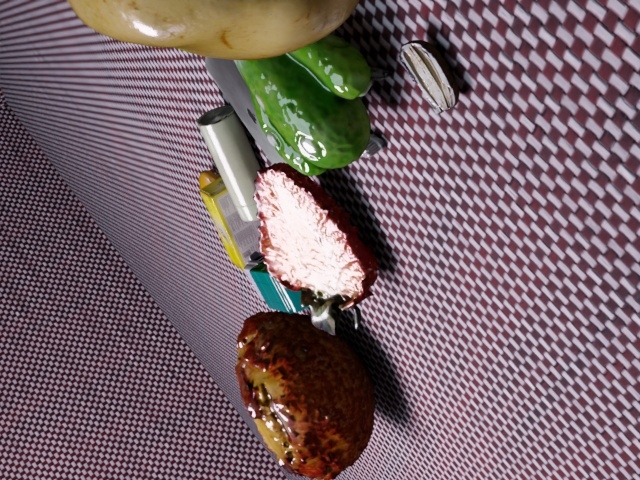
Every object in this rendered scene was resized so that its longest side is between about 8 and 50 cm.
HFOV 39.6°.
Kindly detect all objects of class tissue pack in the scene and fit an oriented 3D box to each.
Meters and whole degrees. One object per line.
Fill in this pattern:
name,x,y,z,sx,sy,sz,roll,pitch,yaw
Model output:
tissue pack,-0.147,-0.040,1.676,0.062,0.095,0.176,31,149,53

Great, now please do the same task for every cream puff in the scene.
cream puff,-0.019,0.278,1.669,0.350,0.229,0.350,62,-176,-8

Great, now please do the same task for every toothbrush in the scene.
toothbrush,-0.006,-0.158,1.250,0.307,0.030,0.025,29,151,54

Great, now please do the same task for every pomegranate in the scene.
pomegranate,-0.096,-0.318,0.787,0.332,0.333,0.332,47,159,25

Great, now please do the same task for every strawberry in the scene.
strawberry,0.000,0.000,1.360,0.188,0.106,0.286,-5,115,36

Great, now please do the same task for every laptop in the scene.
laptop,-0.103,-0.200,1.404,0.269,0.015,0.187,55,169,3

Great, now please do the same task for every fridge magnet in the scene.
fridge magnet,-0.196,-0.079,1.780,0.143,0.063,0.143,47,157,27

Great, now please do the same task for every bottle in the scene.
bottle,-0.145,-0.133,1.558,0.072,0.072,0.201,28,145,54

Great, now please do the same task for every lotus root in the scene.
lotus root,0.118,-0.175,0.926,0.037,0.030,0.083,-29,98,40

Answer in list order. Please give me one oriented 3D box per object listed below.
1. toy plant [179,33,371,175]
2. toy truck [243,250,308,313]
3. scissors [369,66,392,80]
toy plant,-0.051,-0.223,1.060,0.316,0.184,0.224,51,150,-8
toy truck,-0.049,0.058,1.564,0.114,0.124,0.253,63,158,-12
scissors,0.006,-0.213,1.146,0.300,0.022,0.109,20,143,60
